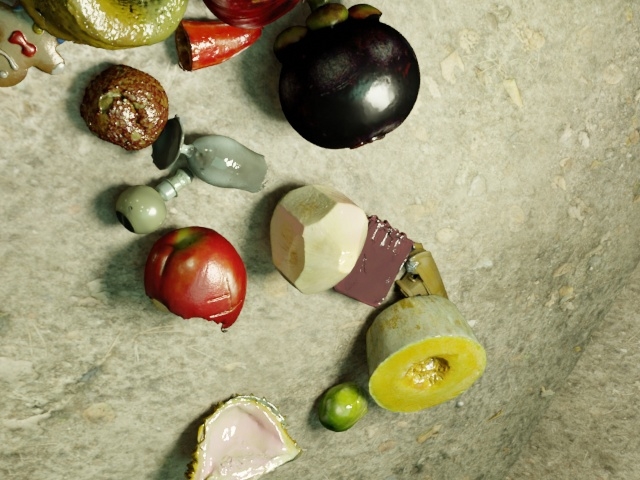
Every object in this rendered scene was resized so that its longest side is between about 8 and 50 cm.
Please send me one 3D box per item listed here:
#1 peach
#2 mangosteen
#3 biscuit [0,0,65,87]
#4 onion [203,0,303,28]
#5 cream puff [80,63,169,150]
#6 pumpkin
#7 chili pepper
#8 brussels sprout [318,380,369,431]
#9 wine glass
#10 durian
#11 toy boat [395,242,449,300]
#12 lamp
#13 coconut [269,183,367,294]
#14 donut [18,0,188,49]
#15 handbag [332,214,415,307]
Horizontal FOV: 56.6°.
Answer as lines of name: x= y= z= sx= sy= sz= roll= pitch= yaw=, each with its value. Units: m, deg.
peach: x=-0.243 y=0.090 z=1.175 sx=0.190 sy=0.196 sz=0.226 roll=-7 pitch=123 yaw=5
mangosteen: x=0.042 y=-0.327 z=1.125 sx=0.275 sy=0.275 sz=0.302 roll=-21 pitch=93 yaw=-26
biscuit: x=-0.438 y=-0.311 z=0.900 sx=0.205 sy=0.031 sz=0.138 roll=-45 pitch=133 yaw=-5
onion: x=-0.114 y=-0.482 z=0.937 sx=0.285 sy=0.273 sz=0.273 roll=38 pitch=89 yaw=1
cream puff: x=-0.324 y=-0.219 z=1.001 sx=0.149 sy=0.084 sz=0.149 roll=-17 pitch=122 yaw=-29
pumpkin: x=0.267 y=0.305 z=1.640 sx=0.332 sy=0.199 sz=0.332 roll=-8 pitch=130 yaw=-9
chili pepper: x=-0.171 y=-0.360 z=1.055 sx=0.169 sy=0.065 sz=0.088 roll=-26 pitch=144 yaw=-29
brussels sprout: x=0.061 y=0.466 z=1.670 sx=0.155 sy=0.117 sz=0.155 roll=-42 pitch=147 yaw=-35
wine glass: x=-0.199 y=-0.155 z=1.120 sx=0.222 sy=0.103 sz=0.103 roll=14 pitch=106 yaw=-47
durian: x=-0.203 y=0.481 z=1.465 sx=0.305 sy=0.185 sz=0.195 roll=-14 pitch=97 yaw=-23
toy boat: x=0.284 y=0.138 z=1.666 sx=0.121 sy=0.089 sz=0.321 roll=-35 pitch=133 yaw=-8
lamp: x=-0.302 y=-0.083 z=1.107 sx=0.163 sy=0.091 sz=0.091 roll=-46 pitch=136 yaw=-29
coconut: x=0.000 y=0.000 z=1.276 sx=0.197 sy=0.237 sz=0.237 roll=1 pitch=115 yaw=-39
donut: x=-0.293 y=-0.392 z=0.861 sx=0.272 sy=0.107 sz=0.272 roll=-40 pitch=147 yaw=-33
handbag: x=0.122 y=0.047 z=1.501 sx=0.203 sy=0.074 sz=0.216 roll=23 pitch=98 yaw=-43
